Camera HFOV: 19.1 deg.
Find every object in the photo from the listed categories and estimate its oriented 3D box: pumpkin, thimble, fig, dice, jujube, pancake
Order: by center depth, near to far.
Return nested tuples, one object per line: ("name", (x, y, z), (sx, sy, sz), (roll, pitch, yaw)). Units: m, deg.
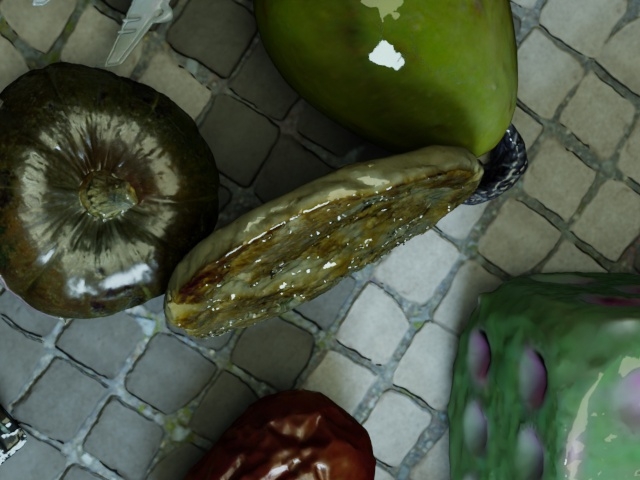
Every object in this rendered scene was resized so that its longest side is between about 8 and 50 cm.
("pumpkin", (-0.222, -0.049, 1.894), (0.260, 0.189, 0.260), (-3, 99, -16))
("pancake", (0.001, 0.002, 1.902), (0.356, 0.356, 0.065), (-25, 74, -10))
("fig", (0.080, -0.218, 1.916), (0.258, 0.258, 0.326), (-38, 108, -7))
("jujube", (-0.055, 0.273, 2.003), (0.174, 0.174, 0.250), (35, 99, -17))
("dice", (0.329, 0.207, 2.010), (0.330, 0.318, 0.322), (0, 97, -16))
("thimble", (0.166, -0.090, 2.054), (0.104, 0.066, 0.095), (-19, 105, -11))

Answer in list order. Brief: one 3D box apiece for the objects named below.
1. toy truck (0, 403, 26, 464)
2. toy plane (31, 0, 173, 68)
("toy truck", (-0.389, 0.145, 1.932), (0.074, 0.088, 0.201), (-41, 110, -9))
("toy plane", (-0.169, -0.298, 1.897), (0.255, 0.101, 0.251), (-8, 106, -29))
